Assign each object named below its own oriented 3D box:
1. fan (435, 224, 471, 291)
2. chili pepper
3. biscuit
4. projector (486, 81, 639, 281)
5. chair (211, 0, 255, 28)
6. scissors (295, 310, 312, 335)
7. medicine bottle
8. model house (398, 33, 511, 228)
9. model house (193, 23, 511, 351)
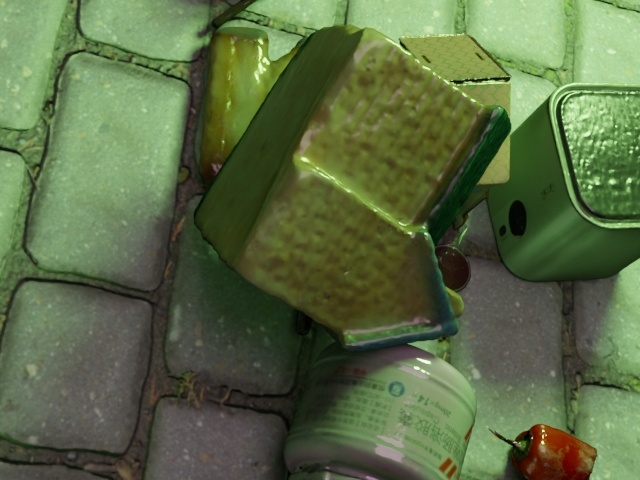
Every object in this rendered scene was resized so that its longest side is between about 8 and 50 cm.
[{"bbox_3d":[0.216,0.026,1.865,0.085,0.005,0.133,31,62,-5],"label":"fan"},{"bbox_3d":[0.335,0.324,1.740,0.192,0.084,0.086,26,29,-11],"label":"chili pepper"},{"bbox_3d":[-0.067,-0.204,1.811,0.237,0.062,0.291,4,65,-7],"label":"biscuit"},{"bbox_3d":[0.436,-0.091,1.856,0.248,0.249,0.249,-2,69,-20],"label":"projector"},{"bbox_3d":[-0.086,-0.506,1.883,0.319,0.186,0.160,-38,80,-27],"label":"chair"},{"bbox_3d":[0.000,0.000,1.787,0.160,0.024,0.317,16,65,-13],"label":"scissors"},{"bbox_3d":[0.066,0.310,1.554,0.241,0.241,0.302,25,62,-8],"label":"medicine bottle"},{"bbox_3d":[0.207,-0.210,1.829,0.169,0.244,0.326,-3,69,-17],"label":"model house"},{"bbox_3d":[0.070,-0.063,1.611,0.342,0.334,0.382,30,93,-20],"label":"model house"}]
